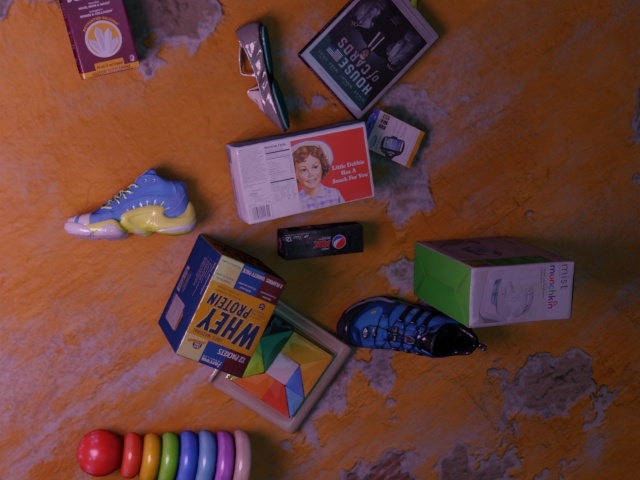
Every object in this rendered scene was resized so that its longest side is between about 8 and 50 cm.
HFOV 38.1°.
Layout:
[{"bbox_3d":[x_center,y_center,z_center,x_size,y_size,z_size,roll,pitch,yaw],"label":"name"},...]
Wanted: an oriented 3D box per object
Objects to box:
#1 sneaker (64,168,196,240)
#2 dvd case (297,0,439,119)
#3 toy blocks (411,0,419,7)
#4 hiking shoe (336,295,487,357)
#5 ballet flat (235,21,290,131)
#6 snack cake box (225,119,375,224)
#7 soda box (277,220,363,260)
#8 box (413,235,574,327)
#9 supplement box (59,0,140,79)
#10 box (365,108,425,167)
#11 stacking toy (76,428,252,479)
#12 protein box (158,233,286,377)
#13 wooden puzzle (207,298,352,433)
[{"bbox_3d":[-0.353,-0.067,1.717,0.240,0.091,0.126,-2,84,-18],"label":"sneaker"},{"bbox_3d":[0.096,-0.384,1.826,0.238,0.029,0.179,-47,111,-6],"label":"dvd case"},{"bbox_3d":[0.107,-0.630,1.678,0.261,0.191,0.381,18,84,8],"label":"toy blocks"},{"bbox_3d":[0.186,0.183,1.919,0.304,0.132,0.113,2,101,-20],"label":"hiking shoe"},{"bbox_3d":[-0.113,-0.305,1.758,0.068,0.072,0.213,-11,106,11],"label":"ballet flat"},{"bbox_3d":[-0.037,-0.136,1.799,0.264,0.089,0.152,-13,103,-17],"label":"snack cake box"},{"bbox_3d":[0.000,0.000,1.859,0.169,0.053,0.060,-6,104,-18],"label":"soda box"},{"bbox_3d":[0.346,0.081,1.885,0.231,0.262,0.126,-4,102,-18],"label":"box"},{"bbox_3d":[-0.393,-0.386,1.625,0.104,0.081,0.188,-17,106,-15],"label":"supplement box"},{"bbox_3d":[0.139,-0.208,1.868,0.136,0.028,0.081,22,93,-29],"label":"box"},{"bbox_3d":[-0.305,0.424,1.804,0.330,0.141,0.141,9,98,-17],"label":"stacking toy"},{"bbox_3d":[-0.189,0.118,1.737,0.136,0.201,0.199,24,93,-22],"label":"protein box"},{"bbox_3d":[-0.077,0.257,1.891,0.239,0.044,0.221,36,88,-22],"label":"wooden puzzle"}]
